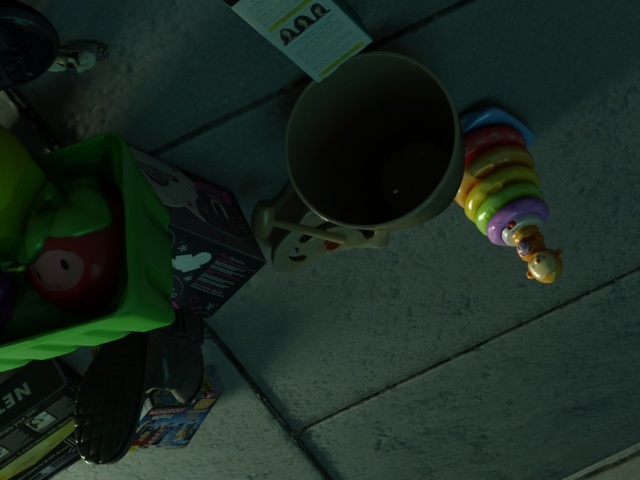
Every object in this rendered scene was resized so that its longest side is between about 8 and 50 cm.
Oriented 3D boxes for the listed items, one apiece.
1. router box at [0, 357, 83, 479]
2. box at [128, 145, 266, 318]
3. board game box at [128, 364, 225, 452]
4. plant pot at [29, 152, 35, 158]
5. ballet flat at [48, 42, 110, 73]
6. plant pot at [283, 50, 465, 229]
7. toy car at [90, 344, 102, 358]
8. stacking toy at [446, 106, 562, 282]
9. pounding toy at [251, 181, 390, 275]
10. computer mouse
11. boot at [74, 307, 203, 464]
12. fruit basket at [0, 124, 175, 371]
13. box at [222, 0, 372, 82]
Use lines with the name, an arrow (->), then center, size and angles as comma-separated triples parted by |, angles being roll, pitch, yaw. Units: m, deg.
router box -> -0.528, 0.348, 2.055 | 0.309, 0.081, 0.243 | -34, 149, -2
box -> -0.226, -0.014, 1.740 | 0.142, 0.163, 0.247 | -42, 141, 19
board game box -> -0.280, 0.314, 2.211 | 0.194, 0.060, 0.194 | 7, 132, -51
plant pot -> -0.422, -0.068, 1.623 | 0.083, 0.079, 0.083 | -16, 145, -12
ballet flat -> -0.321, -0.230, 1.508 | 0.114, 0.041, 0.041 | -2, 139, -30
plant pot -> 0.113, -0.121, 1.773 | 0.257, 0.256, 0.274 | -33, 162, 12
toy car -> -0.351, 0.163, 1.947 | 0.041, 0.122, 0.060 | -30, 127, 3
stacking toy -> 0.301, -0.051, 1.891 | 0.175, 0.301, 0.166 | -41, 143, 23
pounding toy -> 0.000, 0.000, 1.902 | 0.270, 0.154, 0.154 | -2, 135, -29
computer mouse -> -0.448, -0.231, 1.410 | 0.272, 0.072, 0.188 | -14, 139, 0
boot -> -0.266, 0.219, 1.886 | 0.118, 0.338, 0.223 | -7, 149, 27
fruit basket -> -0.398, -0.006, 1.447 | 0.392, 0.282, 0.392 | -6, 156, -2
box -> -0.038, -0.309, 1.557 | 0.101, 0.060, 0.244 | -36, 144, 15
